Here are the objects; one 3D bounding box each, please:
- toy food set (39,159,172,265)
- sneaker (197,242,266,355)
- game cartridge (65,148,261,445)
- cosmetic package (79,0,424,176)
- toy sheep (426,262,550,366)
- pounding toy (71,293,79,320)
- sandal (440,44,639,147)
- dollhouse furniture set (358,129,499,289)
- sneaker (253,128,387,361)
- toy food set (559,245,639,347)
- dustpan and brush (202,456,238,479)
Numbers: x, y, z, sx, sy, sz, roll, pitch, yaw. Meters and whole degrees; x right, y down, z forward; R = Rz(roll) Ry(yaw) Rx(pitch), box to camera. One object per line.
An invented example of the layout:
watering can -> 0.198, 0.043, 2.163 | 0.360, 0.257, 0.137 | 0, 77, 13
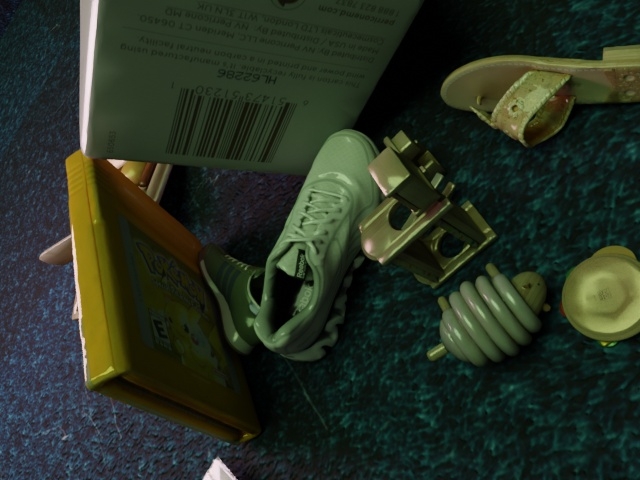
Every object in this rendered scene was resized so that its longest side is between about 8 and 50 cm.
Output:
toy food set -> -0.371, -0.110, 1.050 | 0.220, 0.092, 0.306 | -26, 36, 26
sneaker -> -0.105, 0.061, 0.824 | 0.086, 0.064, 0.192 | -39, 51, 14
game cartridge -> -0.193, 0.072, 0.741 | 0.053, 0.285, 0.323 | -28, 54, 8
cosmetic package -> -0.123, -0.338, 0.747 | 0.327, 0.330, 0.393 | 121, 142, -48
toy sheep -> 0.157, 0.075, 0.565 | 0.132, 0.091, 0.091 | -41, 50, 14
pounding toy -> -0.329, 0.029, 1.011 | 0.181, 0.094, 0.205 | -17, 62, 36
sandal -> 0.222, -0.133, 0.592 | 0.240, 0.088, 0.079 | 2, 68, 37
dollhouse furniture set -> 0.069, -0.052, 0.627 | 0.101, 0.182, 0.160 | -44, 49, 19
sneaker -> 0.000, 0.000, 0.700 | 0.110, 0.118, 0.291 | 13, 82, 24
toy food set -> 0.256, 0.050, 0.530 | 0.082, 0.020, 0.083 | -42, 50, 21
dustpan and brush -> -0.127, 0.394, 0.711 | 0.147, 0.060, 0.211 | 28, 85, 46
